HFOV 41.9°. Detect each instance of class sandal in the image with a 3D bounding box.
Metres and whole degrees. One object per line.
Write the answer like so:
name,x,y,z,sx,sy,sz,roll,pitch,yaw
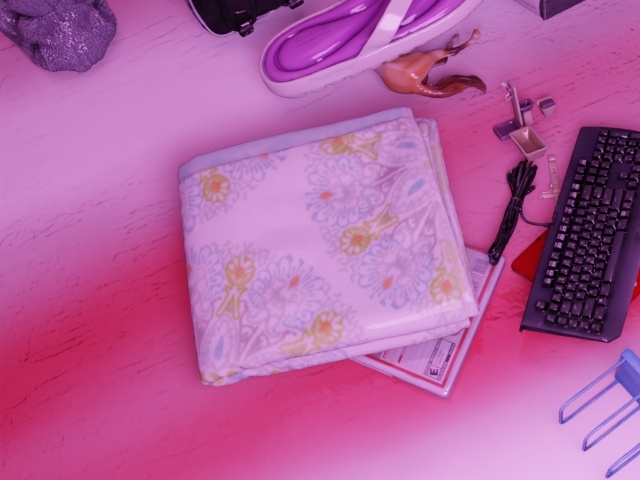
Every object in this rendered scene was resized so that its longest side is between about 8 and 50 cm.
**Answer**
sandal,0.087,-0.341,1.187,0.416,0.102,0.169,-33,55,8

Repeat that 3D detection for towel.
towel,0.000,0.000,1.109,0.374,0.090,0.321,-13,63,7

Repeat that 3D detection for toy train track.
toy train track,0.321,-0.081,1.142,0.048,0.014,0.083,-6,64,10

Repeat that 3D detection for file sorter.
file sorter,0.361,0.230,0.935,0.104,0.118,0.170,-38,63,-1

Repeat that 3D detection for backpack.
backpack,-0.143,-0.481,1.301,0.225,0.253,0.191,-28,43,1

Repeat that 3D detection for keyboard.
keyboard,0.311,-0.022,1.064,0.201,0.033,0.317,6,57,32

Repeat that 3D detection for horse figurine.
horse figurine,0.122,-0.283,1.252,0.174,0.066,0.263,-41,61,-14

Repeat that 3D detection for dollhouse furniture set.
dollhouse furniture set,0.287,-0.173,1.130,0.091,0.081,0.114,-21,37,3

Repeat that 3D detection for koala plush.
koala plush,-0.449,-0.397,1.347,0.196,0.221,0.203,-36,63,-5

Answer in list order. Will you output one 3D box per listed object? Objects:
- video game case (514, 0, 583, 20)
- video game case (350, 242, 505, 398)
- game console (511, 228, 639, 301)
video game case,0.362,-0.437,1.225,0.275,0.035,0.248,-28,45,-10
video game case,0.077,0.066,1.125,0.285,0.025,0.204,21,72,20
game console,0.347,0.032,1.085,0.144,0.085,0.124,-42,95,-7
